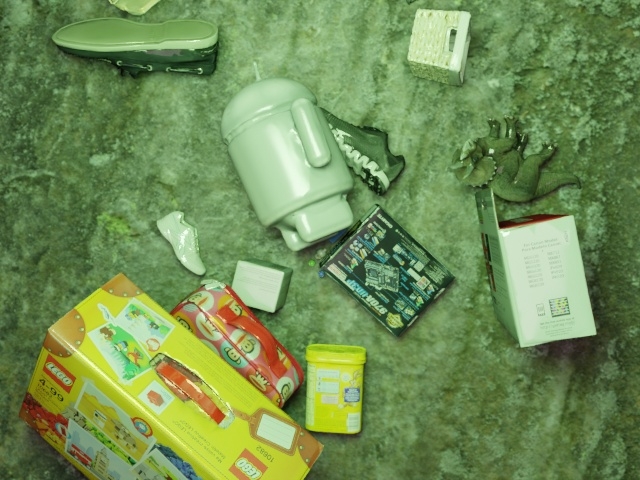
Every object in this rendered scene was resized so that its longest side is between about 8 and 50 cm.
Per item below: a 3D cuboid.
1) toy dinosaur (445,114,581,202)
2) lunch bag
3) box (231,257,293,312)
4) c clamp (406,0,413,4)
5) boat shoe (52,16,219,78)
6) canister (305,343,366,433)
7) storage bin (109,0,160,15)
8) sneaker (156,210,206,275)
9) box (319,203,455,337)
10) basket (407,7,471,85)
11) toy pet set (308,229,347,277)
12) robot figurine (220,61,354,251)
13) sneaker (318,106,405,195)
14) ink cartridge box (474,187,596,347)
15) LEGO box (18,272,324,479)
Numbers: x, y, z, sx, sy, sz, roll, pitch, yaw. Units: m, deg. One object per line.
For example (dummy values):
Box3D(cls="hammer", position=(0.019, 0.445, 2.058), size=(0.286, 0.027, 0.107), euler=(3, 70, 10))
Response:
Box3D(cls="toy dinosaur", position=(0.370, -0.145, 1.399), size=(0.314, 0.121, 0.160), euler=(25, 88, -28))
Box3D(cls="lunch bag", position=(-0.183, 0.228, 1.417), size=(0.293, 0.120, 0.258), euler=(49, 132, -2))
Box3D(cls="box", position=(-0.121, 0.090, 1.468), size=(0.102, 0.101, 0.087), euler=(14, 95, 8))
Box3D(cls="c clamp", position=(0.146, -0.535, 1.450), size=(0.161, 0.022, 0.137), euler=(24, 90, 6))
Box3D(cls="boat shoe", position=(-0.376, -0.389, 1.473), size=(0.340, 0.127, 0.113), euler=(-3, 136, 0))
Box3D(cls="canister", position=(0.029, 0.308, 1.476), size=(0.126, 0.073, 0.169), euler=(3, 94, 6))
Box3D(cls="storage bin", position=(-0.377, -0.645, 1.452), size=(0.260, 0.123, 0.262), euler=(-36, 89, 8))
Box3D(cls="sneaker", position=(-0.284, 0.005, 1.507), size=(0.061, 0.054, 0.152), euler=(-34, 88, 4))
Box3D(cls="box", position=(0.136, 0.061, 1.444), size=(0.220, 0.051, 0.175), euler=(42, 96, -8))
Box3D(cls="basket", position=(0.231, -0.372, 1.377), size=(0.103, 0.167, 0.113), euler=(11, 94, 12))
Box3D(cls="toy pet set", position=(0.000, 0.000, 1.468), size=(0.114, 0.065, 0.122), euler=(-42, 88, 7))
Box3D(cls="robot figurine", position=(-0.066, -0.161, 1.368), size=(0.200, 0.300, 0.353), euler=(-22, 86, -30))
Box3D(cls="sneaker", position=(0.080, -0.199, 1.448), size=(0.106, 0.078, 0.234), euler=(-39, 73, -17))
Box3D(cls="ink cartridge box", position=(0.379, 0.027, 1.303), size=(0.130, 0.309, 0.271), euler=(-11, 92, 7))
Box3D(cls="LEGO box", position=(-0.302, 0.366, 1.368), size=(0.500, 0.193, 0.372), euler=(40, 134, 3))
